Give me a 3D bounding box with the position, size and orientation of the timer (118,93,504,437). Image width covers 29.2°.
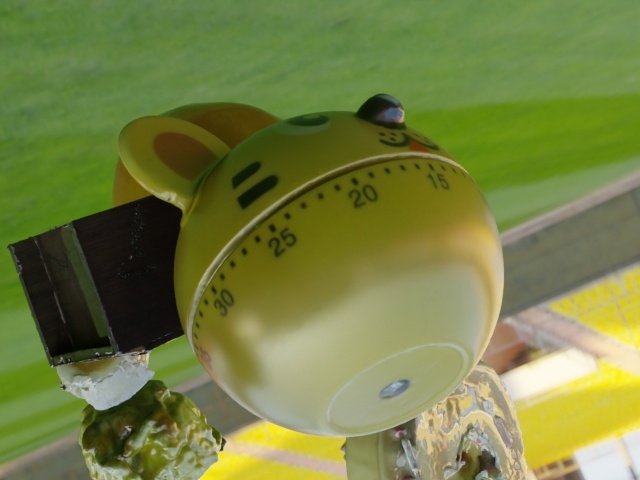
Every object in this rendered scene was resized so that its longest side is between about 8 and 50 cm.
[{"bbox_3d":[0.000,0.000,1.283,0.376,0.387,0.376,-21,147,-14],"label":"timer"}]

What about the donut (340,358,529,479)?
[{"bbox_3d":[0.163,0.294,1.749,0.150,0.307,0.371,-14,156,33],"label":"donut"}]

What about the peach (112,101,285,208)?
[{"bbox_3d":[-0.150,-0.046,1.674,0.308,0.289,0.289,3,-173,28],"label":"peach"}]

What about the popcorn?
[{"bbox_3d":[-0.335,0.403,2.392,0.293,0.293,0.237,-21,136,-19],"label":"popcorn"}]

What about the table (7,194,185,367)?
[{"bbox_3d":[-0.218,0.045,1.425,0.193,0.172,0.169,-21,-176,-40],"label":"table"}]

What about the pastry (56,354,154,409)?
[{"bbox_3d":[-0.361,0.195,2.040,0.166,0.166,0.088,-24,146,6],"label":"pastry"}]
